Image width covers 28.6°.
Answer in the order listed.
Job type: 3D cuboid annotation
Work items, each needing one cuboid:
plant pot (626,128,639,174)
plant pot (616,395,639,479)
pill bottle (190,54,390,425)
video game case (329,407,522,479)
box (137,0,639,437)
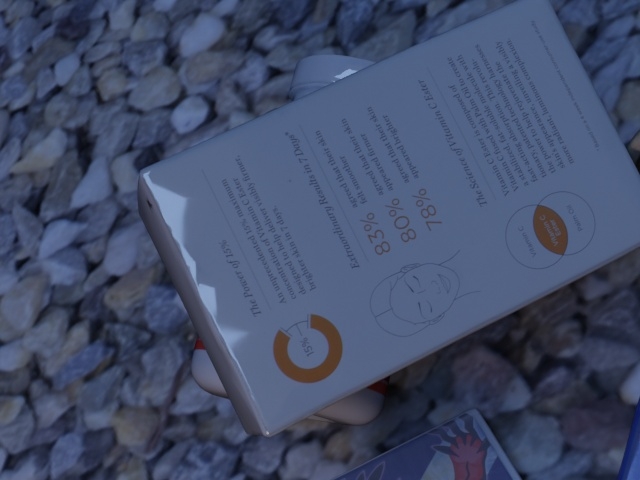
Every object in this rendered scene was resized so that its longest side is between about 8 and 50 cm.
[{"bbox_3d":[0.441,-0.149,0.999,0.334,0.334,0.305,12,68,23],"label":"plant pot"},{"bbox_3d":[0.327,0.239,0.961,0.212,0.236,0.235,15,80,17],"label":"plant pot"},{"bbox_3d":[0.000,0.000,1.169,0.182,0.181,0.322,8,78,22],"label":"pill bottle"},{"bbox_3d":[0.106,0.267,1.095,0.183,0.023,0.201,-25,56,-8],"label":"video game case"},{"bbox_3d":[0.055,-0.016,1.000,0.345,0.168,0.215,-25,86,-11],"label":"box"}]
